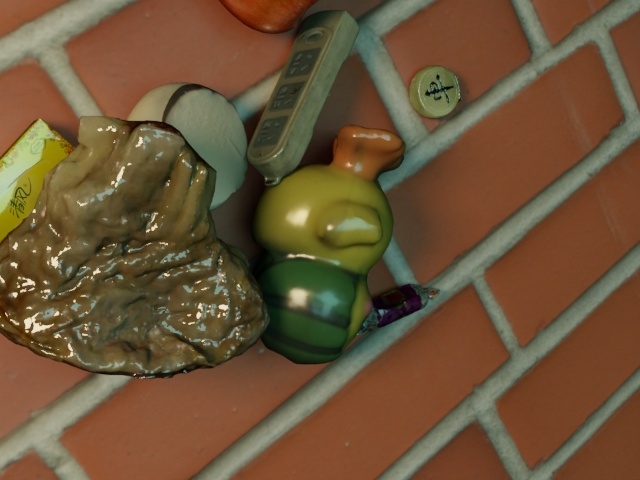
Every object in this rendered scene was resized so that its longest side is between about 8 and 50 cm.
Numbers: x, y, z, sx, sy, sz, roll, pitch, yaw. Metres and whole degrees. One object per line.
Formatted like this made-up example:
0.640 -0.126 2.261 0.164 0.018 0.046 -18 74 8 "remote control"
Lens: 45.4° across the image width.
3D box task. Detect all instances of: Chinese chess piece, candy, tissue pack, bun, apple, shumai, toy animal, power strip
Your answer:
0.180 -0.235 1.209 0.084 0.034 0.084 -3 96 -25 "Chinese chess piece"
0.116 0.103 1.207 0.175 0.045 0.043 -21 138 -25 "candy"
-0.367 -0.053 0.935 0.095 0.062 0.176 44 75 -23 "tissue pack"
-0.187 -0.115 0.986 0.173 0.120 0.173 6 83 -57 "bun"
-0.070 -0.375 0.995 0.199 0.199 0.199 -3 96 -27 "apple"
-0.222 -0.001 0.895 0.346 0.217 0.283 2 99 -19 "shumai"
-0.003 0.001 1.059 0.191 0.216 0.338 16 91 0 "toy animal"
-0.027 -0.201 1.045 0.048 0.080 0.286 40 62 -40 "power strip"
